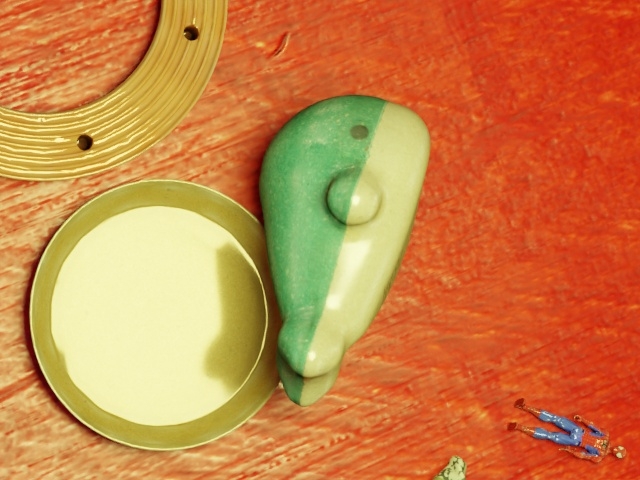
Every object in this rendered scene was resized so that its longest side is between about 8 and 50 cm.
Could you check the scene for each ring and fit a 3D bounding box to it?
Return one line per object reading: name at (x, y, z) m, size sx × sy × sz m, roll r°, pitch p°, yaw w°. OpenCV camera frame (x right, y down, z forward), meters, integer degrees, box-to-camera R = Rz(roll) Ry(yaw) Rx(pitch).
ring at (-0.247, -0.217, 1.717) m, size 0.337 × 0.032 × 0.336 m, roll 1°, pitch 85°, yaw -16°

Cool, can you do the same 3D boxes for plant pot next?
plant pot at (-0.138, 0.065, 1.721) m, size 0.236 × 0.032 × 0.236 m, roll 2°, pitch 84°, yaw -16°

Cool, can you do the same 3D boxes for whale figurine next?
whale figurine at (0.000, 0.000, 1.684) m, size 0.141 × 0.216 × 0.272 m, roll 18°, pitch 67°, yaw 4°

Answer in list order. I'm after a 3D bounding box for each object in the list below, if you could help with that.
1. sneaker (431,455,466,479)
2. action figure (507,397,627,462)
sneaker at (0.090, 0.280, 1.739) m, size 0.410 × 0.158 × 0.182 m, roll 7°, pitch 52°, yaw -14°
action figure at (0.232, 0.180, 1.820) m, size 0.115 × 0.030 × 0.038 m, roll 21°, pitch 74°, yaw -15°
